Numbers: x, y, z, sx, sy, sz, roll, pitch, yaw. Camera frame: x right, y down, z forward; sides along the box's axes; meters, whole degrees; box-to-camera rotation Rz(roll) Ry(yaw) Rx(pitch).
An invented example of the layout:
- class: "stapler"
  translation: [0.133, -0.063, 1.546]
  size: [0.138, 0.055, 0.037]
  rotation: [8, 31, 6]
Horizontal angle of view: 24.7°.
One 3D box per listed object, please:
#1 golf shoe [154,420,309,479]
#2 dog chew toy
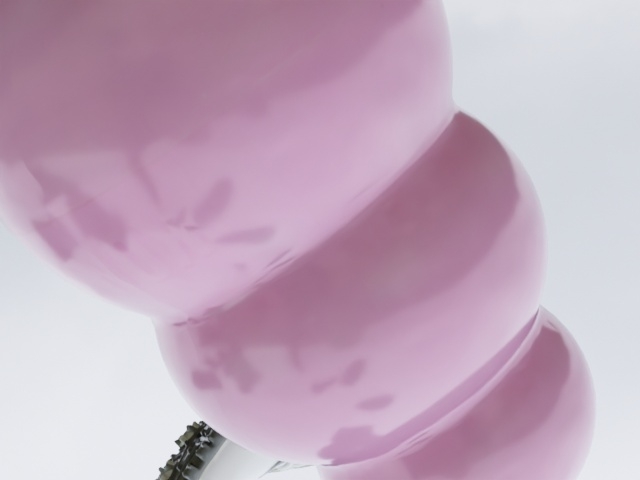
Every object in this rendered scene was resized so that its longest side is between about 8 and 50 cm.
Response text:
- class: "golf shoe"
  translation: [-0.015, 0.134, 1.108]
  size: [0.273, 0.120, 0.105]
  rotation: [-44, -177, -31]
- class: "dog chew toy"
  translation: [0.000, 0.000, 0.630]
  size: [0.207, 0.331, 0.206]
  rotation: [-33, -167, 9]
